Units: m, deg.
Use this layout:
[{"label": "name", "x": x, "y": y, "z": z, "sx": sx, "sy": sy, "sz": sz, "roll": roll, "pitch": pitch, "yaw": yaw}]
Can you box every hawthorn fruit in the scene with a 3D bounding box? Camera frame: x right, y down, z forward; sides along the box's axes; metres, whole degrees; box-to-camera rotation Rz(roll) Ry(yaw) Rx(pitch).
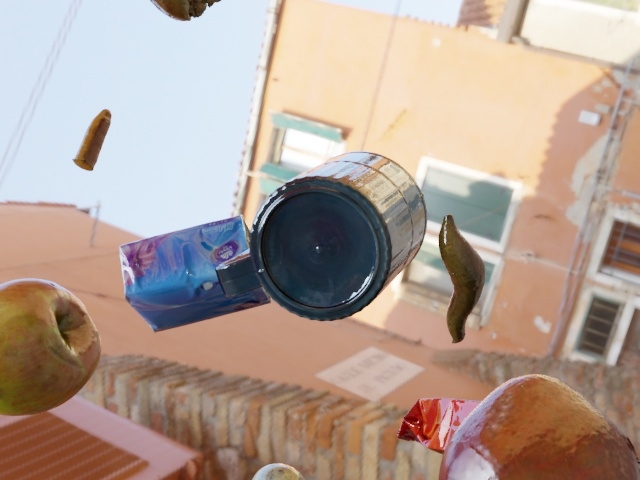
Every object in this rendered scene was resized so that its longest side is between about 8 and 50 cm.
[{"label": "hawthorn fruit", "x": 0.331, "y": 0.365, "z": 1.281, "sx": 0.295, "sy": 0.311, "sz": 0.295, "roll": 171, "pitch": 90, "yaw": -87}]

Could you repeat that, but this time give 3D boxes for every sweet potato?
[{"label": "sweet potato", "x": 0.226, "y": 0.071, "z": 1.281, "sx": 0.059, "sy": 0.069, "sz": 0.249, "roll": -79, "pitch": -18, "yaw": -52}]

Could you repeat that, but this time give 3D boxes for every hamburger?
[{"label": "hamburger", "x": -0.253, "y": -0.458, "z": 1.454, "sx": 0.131, "sy": 0.159, "sz": 0.185, "roll": -50, "pitch": -22, "yaw": -12}]

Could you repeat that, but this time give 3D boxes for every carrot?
[{"label": "carrot", "x": -0.468, "y": -0.214, "z": 1.690, "sx": 0.048, "sy": 0.048, "sz": 0.139, "roll": 56, "pitch": -133, "yaw": -62}]

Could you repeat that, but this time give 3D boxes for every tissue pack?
[{"label": "tissue pack", "x": -0.253, "y": 0.072, "z": 1.684, "sx": 0.198, "sy": 0.263, "sz": 0.146, "roll": 71, "pitch": -176, "yaw": -61}]

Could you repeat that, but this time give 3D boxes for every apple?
[{"label": "apple", "x": -0.726, "y": 0.263, "z": 1.996, "sx": 0.339, "sy": 0.339, "sz": 0.339, "roll": -47, "pitch": -33, "yaw": -43}]

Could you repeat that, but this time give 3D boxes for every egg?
[{"label": "egg", "x": -0.111, "y": 0.650, "z": 2.118, "sx": 0.141, "sy": 0.181, "sz": 0.141, "roll": -3, "pitch": -85, "yaw": -35}]

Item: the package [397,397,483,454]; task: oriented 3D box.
[{"label": "package", "x": 0.350, "y": 0.414, "z": 1.759, "sx": 0.423, "sy": 0.196, "sz": 0.123, "roll": -21, "pitch": 54, "yaw": 64}]

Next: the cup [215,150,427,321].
[{"label": "cup", "x": 0.005, "y": -0.017, "z": 1.351, "sx": 0.292, "sy": 0.308, "sz": 0.242, "roll": -39, "pitch": -42, "yaw": -71}]
